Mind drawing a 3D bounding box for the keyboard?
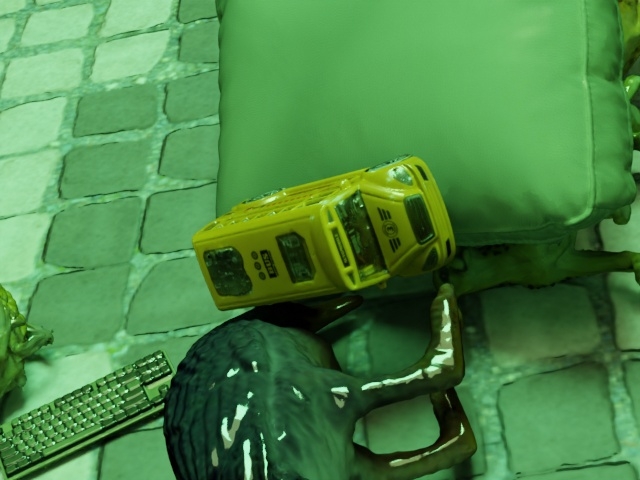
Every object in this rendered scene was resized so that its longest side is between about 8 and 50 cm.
[{"bbox_3d":[-0.155,0.116,0.874,0.129,0.015,0.049,-24,41,-9],"label":"keyboard"}]

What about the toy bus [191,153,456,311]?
[{"bbox_3d":[0.000,0.000,0.798,0.162,0.069,0.074,-12,11,43],"label":"toy bus"}]

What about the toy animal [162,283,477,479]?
[{"bbox_3d":[-0.005,0.106,0.753,0.185,0.122,0.298,-6,30,7],"label":"toy animal"}]

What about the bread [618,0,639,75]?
[{"bbox_3d":[0.151,-0.231,1.052,0.195,0.149,0.344,-29,35,19],"label":"bread"}]

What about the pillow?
[{"bbox_3d":[0.051,-0.111,0.864,0.322,0.255,0.120,-8,-9,43],"label":"pillow"}]

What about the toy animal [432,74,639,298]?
[{"bbox_3d":[0.156,-0.034,0.897,0.136,0.073,0.181,-13,42,31],"label":"toy animal"}]

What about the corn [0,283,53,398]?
[{"bbox_3d":[-0.310,0.031,0.960,0.106,0.106,0.293,-39,46,-25],"label":"corn"}]
